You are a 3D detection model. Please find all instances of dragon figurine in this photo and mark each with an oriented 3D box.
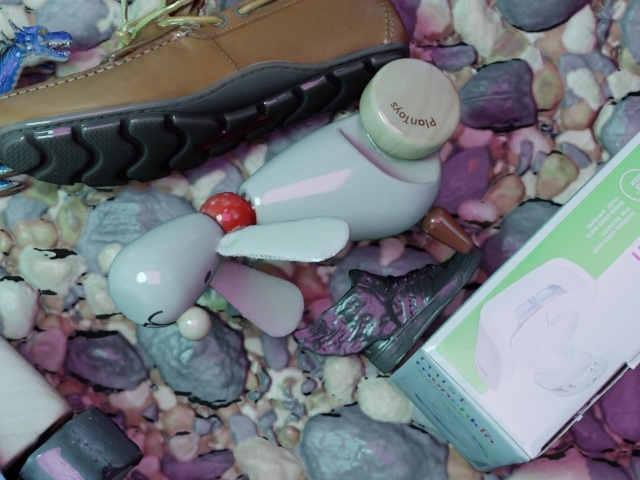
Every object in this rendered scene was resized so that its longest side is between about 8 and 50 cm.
[{"bbox_3d":[-0.347,-0.101,1.302,0.289,0.085,0.144,-17,78,-11],"label":"dragon figurine"}]

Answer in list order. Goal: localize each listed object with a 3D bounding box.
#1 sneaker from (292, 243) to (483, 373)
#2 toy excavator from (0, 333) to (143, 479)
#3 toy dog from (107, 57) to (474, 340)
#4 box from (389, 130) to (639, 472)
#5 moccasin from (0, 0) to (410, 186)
[{"bbox_3d":[0.060,0.048,1.310,0.089,0.051,0.170,40,83,1],"label":"sneaker"},{"bbox_3d":[-0.405,0.277,1.136,0.222,0.433,0.445,46,52,6],"label":"toy excavator"},{"bbox_3d":[0.000,0.000,1.229,0.334,0.220,0.161,-37,80,-9],"label":"toy dog"},{"bbox_3d":[0.200,0.058,1.224,0.262,0.231,0.127,-43,84,-9],"label":"box"},{"bbox_3d":[-0.110,-0.155,1.288,0.380,0.139,0.147,-23,71,-15],"label":"moccasin"}]
